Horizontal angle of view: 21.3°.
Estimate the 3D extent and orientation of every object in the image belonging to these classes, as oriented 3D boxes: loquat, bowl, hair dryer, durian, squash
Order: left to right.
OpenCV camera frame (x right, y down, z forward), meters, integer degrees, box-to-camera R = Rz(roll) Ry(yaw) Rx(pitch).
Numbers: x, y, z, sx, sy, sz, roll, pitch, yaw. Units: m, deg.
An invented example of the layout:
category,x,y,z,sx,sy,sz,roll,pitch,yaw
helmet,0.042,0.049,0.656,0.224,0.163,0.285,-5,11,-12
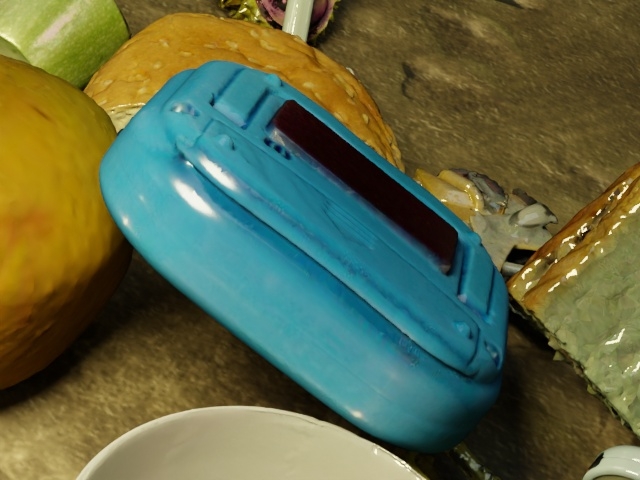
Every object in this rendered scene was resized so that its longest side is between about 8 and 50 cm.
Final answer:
category,x,y,z,sx,sy,sz,roll,pitch,yaw
loquat,-0.272,-0.023,1.291,0.284,0.276,0.276,-18,50,-42
squash,-0.272,-0.189,1.580,0.170,0.170,0.123,25,50,10
bowl,-0.042,0.257,1.114,0.287,0.144,0.287,11,38,-8
durian,-0.060,-0.248,1.796,0.186,0.119,0.108,6,72,-43
hair dryer,-0.040,-0.228,1.725,0.155,0.183,0.044,-1,-2,-23

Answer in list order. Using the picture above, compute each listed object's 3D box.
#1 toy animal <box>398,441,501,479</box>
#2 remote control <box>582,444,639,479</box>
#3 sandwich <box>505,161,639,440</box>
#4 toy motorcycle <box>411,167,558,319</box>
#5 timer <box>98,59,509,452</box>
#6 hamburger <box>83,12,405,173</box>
category,x,y,z,sx,sy,sz,roll,pitch,yaw
toy animal,0.113,0.208,1.269,0.136,0.073,0.181,42,17,15
remote control,0.321,0.234,1.333,0.244,0.087,0.047,27,56,12
sandwich,0.346,0.072,1.390,0.325,0.262,0.131,46,5,-5
toy motorcycle,0.143,-0.001,1.557,0.129,0.094,0.229,-3,37,-22
timer,0.000,0.000,1.292,0.340,0.115,0.309,38,18,-5
hamburger,-0.096,-0.113,1.546,0.330,0.162,0.209,1,41,-13
